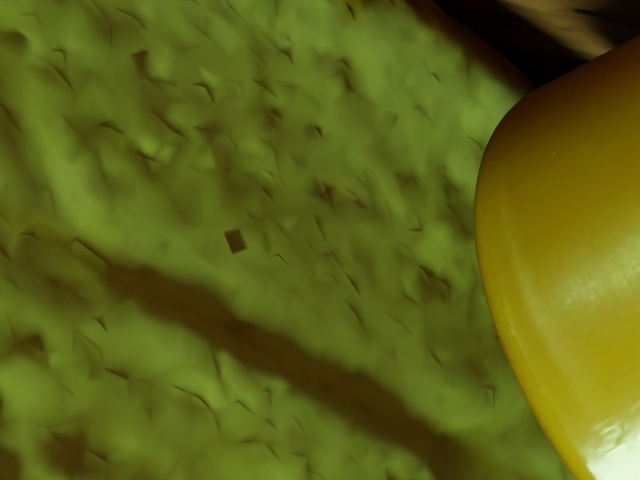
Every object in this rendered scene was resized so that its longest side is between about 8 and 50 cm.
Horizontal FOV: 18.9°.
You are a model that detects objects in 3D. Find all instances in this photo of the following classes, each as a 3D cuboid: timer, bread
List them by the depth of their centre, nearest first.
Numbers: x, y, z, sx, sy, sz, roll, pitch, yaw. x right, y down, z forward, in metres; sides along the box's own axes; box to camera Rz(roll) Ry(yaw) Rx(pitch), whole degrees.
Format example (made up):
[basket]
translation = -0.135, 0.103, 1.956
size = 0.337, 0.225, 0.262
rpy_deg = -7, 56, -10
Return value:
[timer]
translation = 0.126, -0.013, 0.363
size = 0.132, 0.132, 0.152
rpy_deg = 26, 134, -30
[bread]
translation = -0.084, 0.053, 0.466
size = 0.279, 0.207, 0.279
rpy_deg = 30, 147, -33
